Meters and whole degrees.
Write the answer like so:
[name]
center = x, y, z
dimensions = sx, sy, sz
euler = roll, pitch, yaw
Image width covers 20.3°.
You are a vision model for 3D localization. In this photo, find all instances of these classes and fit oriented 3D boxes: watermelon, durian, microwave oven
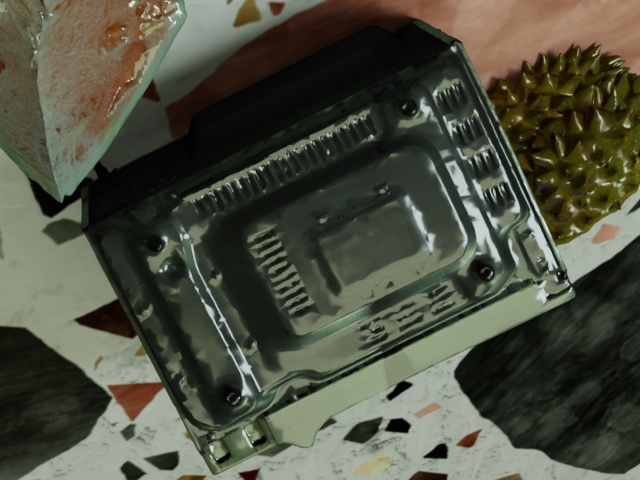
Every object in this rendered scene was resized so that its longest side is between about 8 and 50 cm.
[watermelon]
center = -0.217, -0.183, 1.371
dimensions = 0.224, 0.180, 0.305
euler = -4, 138, -3
[durian]
center = 0.219, -0.072, 1.733
dimensions = 0.260, 0.186, 0.154
euler = -50, 141, 7
[microwave oven]
center = 0.000, 0.000, 1.563
dimensions = 0.355, 0.218, 0.286
euler = -26, 105, -1
